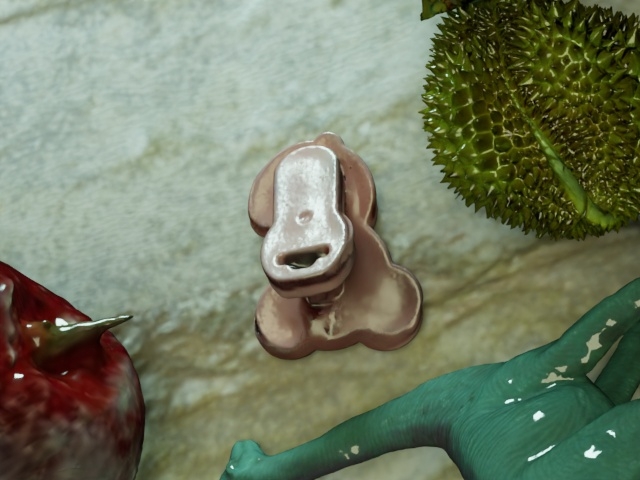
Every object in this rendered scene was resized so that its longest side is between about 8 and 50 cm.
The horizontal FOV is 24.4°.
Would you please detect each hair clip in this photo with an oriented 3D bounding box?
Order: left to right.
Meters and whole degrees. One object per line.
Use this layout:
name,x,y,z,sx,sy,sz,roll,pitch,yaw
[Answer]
hair clip,0.003,0.007,1.035,0.123,0.102,0.138,-13,47,9

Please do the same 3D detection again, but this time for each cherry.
cherry,-0.246,0.131,0.979,0.230,0.203,0.300,38,105,-21

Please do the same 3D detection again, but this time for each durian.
durian,0.146,-0.084,0.961,0.198,0.146,0.159,28,105,20

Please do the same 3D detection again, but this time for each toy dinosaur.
toy dinosaur,0.107,0.161,0.868,0.331,0.383,0.129,-32,120,4
